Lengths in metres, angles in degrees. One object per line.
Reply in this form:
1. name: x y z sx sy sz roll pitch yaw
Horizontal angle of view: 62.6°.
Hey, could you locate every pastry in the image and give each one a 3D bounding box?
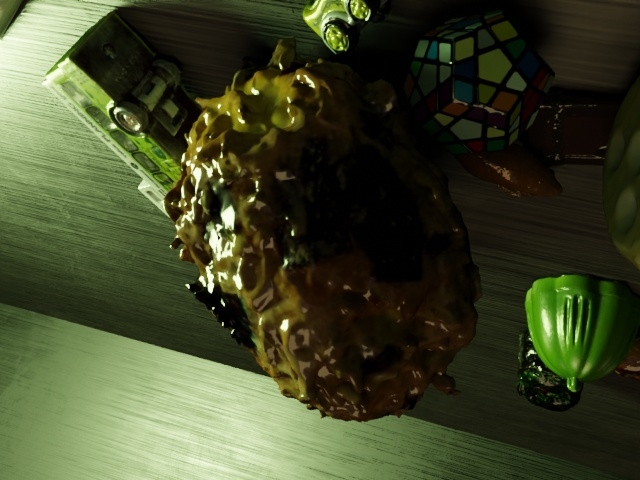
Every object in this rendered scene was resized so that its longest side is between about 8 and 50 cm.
1. pastry: 0.009 0.014 0.568 0.337 0.292 0.405 48 161 51

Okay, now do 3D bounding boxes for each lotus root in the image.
1. lotus root: 0.426 0.167 0.869 0.186 0.186 0.186 14 154 7

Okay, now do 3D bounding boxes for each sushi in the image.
1. sushi: 0.486 0.282 1.110 0.124 0.127 0.225 2 149 30

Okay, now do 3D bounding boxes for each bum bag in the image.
1. bum bag: 0.300 -0.114 0.555 0.159 0.026 0.109 4 152 14

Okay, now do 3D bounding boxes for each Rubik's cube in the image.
1. Rubik's cube: 0.143 -0.144 0.484 0.133 0.133 0.112 0 125 32

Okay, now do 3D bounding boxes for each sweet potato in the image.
1. sweet potato: 0.180 -0.103 0.583 0.202 0.058 0.055 36 171 -5

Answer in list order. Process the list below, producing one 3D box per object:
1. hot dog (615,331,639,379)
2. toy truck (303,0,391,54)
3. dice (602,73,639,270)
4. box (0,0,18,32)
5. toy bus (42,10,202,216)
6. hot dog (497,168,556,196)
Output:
1. hot dog: 0.653 0.232 0.958 0.270 0.082 0.162 10 155 14
2. toy truck: 0.028 -0.224 0.455 0.077 0.076 0.111 41 150 -4
3. dice: 0.347 -0.063 0.429 0.166 0.169 0.169 6 146 8
4. box: -0.439 -0.289 0.553 0.203 0.116 0.274 35 149 -34
5. toy bus: -0.215 -0.139 0.706 0.139 0.113 0.302 -4 139 37
6. hot dog: 0.237 -0.077 0.635 0.083 0.058 0.035 13 114 5
